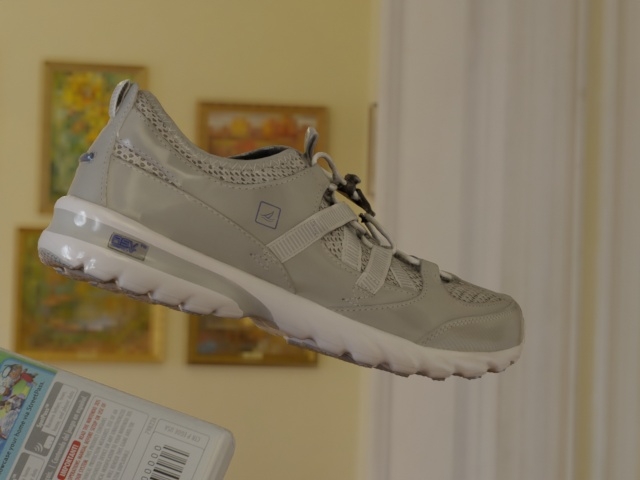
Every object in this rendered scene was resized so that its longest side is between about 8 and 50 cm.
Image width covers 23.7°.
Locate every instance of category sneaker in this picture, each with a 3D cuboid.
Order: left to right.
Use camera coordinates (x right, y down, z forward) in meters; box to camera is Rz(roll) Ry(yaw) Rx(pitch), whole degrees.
[{"bbox_3d":[0.000,0.000,0.807,0.281,0.115,0.105,19,-4,-28],"label":"sneaker"}]

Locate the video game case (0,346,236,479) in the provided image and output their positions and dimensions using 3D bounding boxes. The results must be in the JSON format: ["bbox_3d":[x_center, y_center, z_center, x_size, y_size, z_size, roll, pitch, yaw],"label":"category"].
[{"bbox_3d":[-0.163,0.145,0.637,0.193,0.212,0.023,18,-22,11],"label":"video game case"}]
